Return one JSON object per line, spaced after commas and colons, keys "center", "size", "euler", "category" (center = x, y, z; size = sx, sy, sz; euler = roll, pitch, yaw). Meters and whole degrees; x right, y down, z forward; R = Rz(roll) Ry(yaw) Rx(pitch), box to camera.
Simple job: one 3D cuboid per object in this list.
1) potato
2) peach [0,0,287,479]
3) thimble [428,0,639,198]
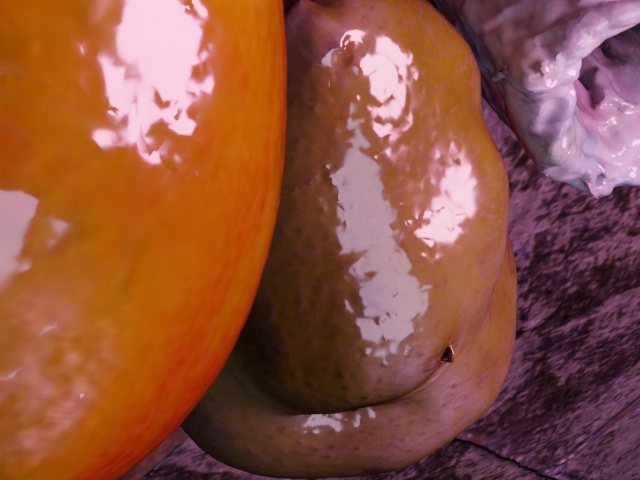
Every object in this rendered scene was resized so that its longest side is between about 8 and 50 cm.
{"center": [0.003, -0.002, 0.767], "size": [0.218, 0.202, 0.351], "euler": [4, 139, 11], "category": "potato"}
{"center": [-0.155, -0.059, 0.477], "size": [0.308, 0.308, 0.332], "euler": [2, 91, -42], "category": "peach"}
{"center": [0.161, -0.134, 0.782], "size": [0.211, 0.149, 0.185], "euler": [-5, 138, -38], "category": "thimble"}
